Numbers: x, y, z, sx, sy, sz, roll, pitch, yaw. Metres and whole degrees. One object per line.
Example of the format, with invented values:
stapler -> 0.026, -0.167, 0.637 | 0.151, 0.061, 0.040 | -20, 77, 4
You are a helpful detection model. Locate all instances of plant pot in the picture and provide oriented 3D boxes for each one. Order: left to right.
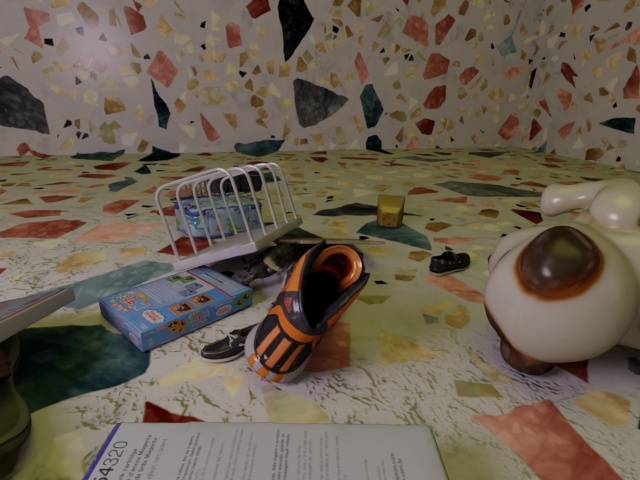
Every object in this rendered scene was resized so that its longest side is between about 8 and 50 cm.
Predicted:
plant pot -> 0.206, -0.080, 1.245 | 0.081, 0.081, 0.083 | 5, 33, 10

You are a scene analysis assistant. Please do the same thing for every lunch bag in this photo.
lunch bag -> -0.287, -0.073, 1.172 | 0.219, 0.090, 0.176 | -10, 19, -31

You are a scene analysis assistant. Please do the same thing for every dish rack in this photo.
dish rack -> -0.337, -0.167, 1.329 | 0.272, 0.074, 0.208 | -4, 3, 38

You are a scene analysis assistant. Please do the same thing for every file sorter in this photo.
file sorter -> -0.190, -0.069, 0.930 | 0.193, 0.172, 0.278 | -13, 9, 19

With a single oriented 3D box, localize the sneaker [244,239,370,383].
sneaker -> 0.012, 0.066, 0.654 | 0.125, 0.180, 0.321 | 35, 29, -4

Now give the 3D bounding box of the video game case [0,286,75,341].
video game case -> -0.525, 0.128, 0.566 | 0.286, 0.025, 0.204 | -11, 10, 0

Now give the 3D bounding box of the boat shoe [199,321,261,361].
boat shoe -> -0.123, 0.153, 0.645 | 0.125, 0.038, 0.046 | -8, 22, -24

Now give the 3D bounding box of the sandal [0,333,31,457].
sandal -> -0.433, 0.171, 0.506 | 0.120, 0.086, 0.303 | -13, 25, -34

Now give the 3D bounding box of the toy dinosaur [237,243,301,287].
toy dinosaur -> -0.108, 0.047, 0.855 | 0.118, 0.064, 0.268 | -24, 4, 7

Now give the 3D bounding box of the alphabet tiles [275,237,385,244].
alphabet tiles -> 0.000, 0.000, 0.990 | 0.238, 0.009, 0.198 | 1, 2, -20

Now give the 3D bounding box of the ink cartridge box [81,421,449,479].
ink cartridge box -> -0.044, 0.270, 0.296 | 0.331, 0.071, 0.324 | 0, 20, 0

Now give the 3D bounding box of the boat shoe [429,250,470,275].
boat shoe -> 0.301, 0.046, 0.962 | 0.133, 0.041, 0.049 | -12, 22, -35

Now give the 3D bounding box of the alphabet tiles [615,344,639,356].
alphabet tiles -> 0.564, 0.127, 0.806 | 0.285, 0.011, 0.343 | -14, 26, -36

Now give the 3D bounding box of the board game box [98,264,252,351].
board game box -> -0.255, 0.109, 0.752 | 0.160, 0.039, 0.212 | 19, 26, 39

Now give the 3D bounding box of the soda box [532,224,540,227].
soda box -> 0.609, 0.038, 0.902 | 0.287, 0.091, 0.098 | 8, 20, 14

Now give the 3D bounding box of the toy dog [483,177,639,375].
toy dog -> 0.447, 0.076, 0.620 | 0.408, 0.284, 0.395 | -3, 44, -2
